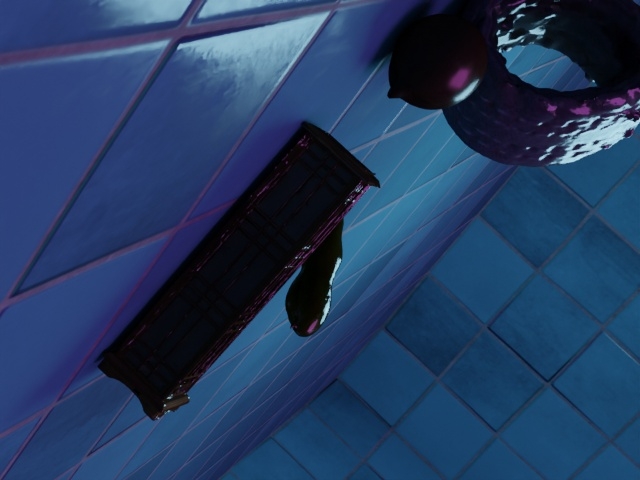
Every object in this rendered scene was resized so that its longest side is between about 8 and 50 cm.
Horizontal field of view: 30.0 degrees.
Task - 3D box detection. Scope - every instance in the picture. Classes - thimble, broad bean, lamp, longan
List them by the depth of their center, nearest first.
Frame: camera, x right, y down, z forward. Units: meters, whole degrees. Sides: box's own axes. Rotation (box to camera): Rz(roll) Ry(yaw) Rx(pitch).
[{"bbox_3d":[0.113,-0.177,1.200,0.113,0.092,0.113,-31,-173,4],"label":"longan"},{"bbox_3d":[-0.080,0.032,1.201,0.325,0.089,0.090,-49,171,8],"label":"lamp"},{"bbox_3d":[0.000,0.000,1.304,0.053,0.052,0.256,-49,-157,43],"label":"broad bean"},{"bbox_3d":[0.257,-0.193,1.345,0.172,0.236,0.205,116,-5,-72],"label":"thimble"}]
